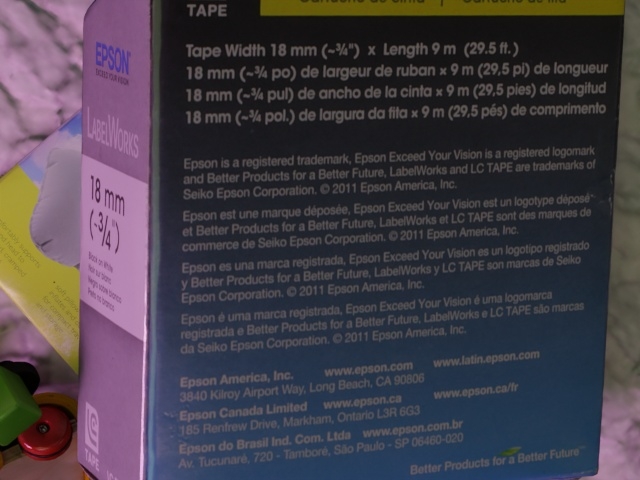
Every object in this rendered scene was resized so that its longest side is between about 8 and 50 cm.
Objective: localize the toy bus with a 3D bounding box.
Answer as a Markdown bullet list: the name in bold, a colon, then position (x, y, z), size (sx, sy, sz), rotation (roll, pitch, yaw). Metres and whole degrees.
- **toy bus**: position (-0.200, 0.111, 0.992), size (0.191, 0.202, 0.104), rotation (-45, 63, 19)

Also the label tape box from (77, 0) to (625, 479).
- **label tape box**: position (0.016, -0.048, 0.906), size (0.241, 0.106, 0.333), rotation (-2, 102, -24)

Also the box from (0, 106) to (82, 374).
- **box**: position (-0.092, -0.026, 0.995), size (0.178, 0.042, 0.109), rotation (-40, 96, 10)
